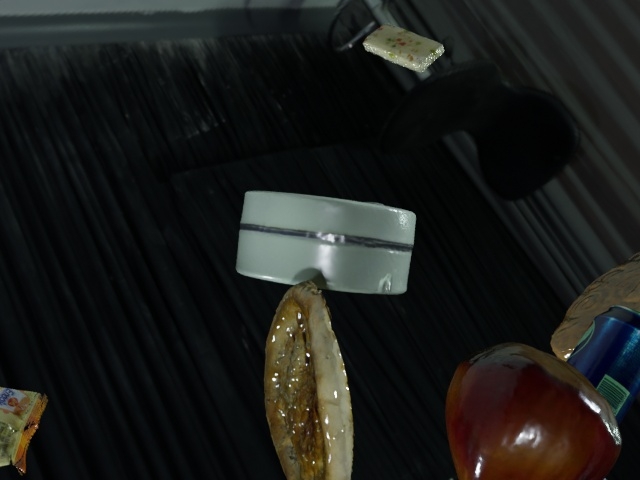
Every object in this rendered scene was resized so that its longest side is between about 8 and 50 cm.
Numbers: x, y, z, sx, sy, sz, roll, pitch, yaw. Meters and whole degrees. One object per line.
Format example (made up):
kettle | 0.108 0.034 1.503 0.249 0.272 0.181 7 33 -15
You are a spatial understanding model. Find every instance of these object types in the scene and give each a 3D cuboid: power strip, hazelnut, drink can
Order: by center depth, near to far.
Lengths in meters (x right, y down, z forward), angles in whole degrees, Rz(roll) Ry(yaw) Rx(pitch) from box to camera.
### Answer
hazelnut | 0.231 0.229 0.811 0.208 0.208 0.208 -27 162 -9
drink can | 0.455 0.210 1.111 0.205 0.118 0.118 -51 165 -11
power strip | 0.000 0.000 1.341 0.357 0.162 0.357 7 -179 0

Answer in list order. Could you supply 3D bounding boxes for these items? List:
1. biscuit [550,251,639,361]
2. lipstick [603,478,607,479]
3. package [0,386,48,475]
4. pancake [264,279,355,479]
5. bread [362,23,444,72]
biscuit | 0.646 0.108 1.350 0.385 0.062 0.365 -39 -169 -26
lipstick | 0.552 0.481 1.392 0.053 0.234 0.053 -27 148 -18
package | -0.274 0.141 0.518 0.120 0.031 0.108 3 -163 -12
pancake | -0.025 0.230 1.082 0.065 0.356 0.356 2 150 -20
bread | 0.155 -0.363 1.304 0.068 0.153 0.028 -42 142 -15
